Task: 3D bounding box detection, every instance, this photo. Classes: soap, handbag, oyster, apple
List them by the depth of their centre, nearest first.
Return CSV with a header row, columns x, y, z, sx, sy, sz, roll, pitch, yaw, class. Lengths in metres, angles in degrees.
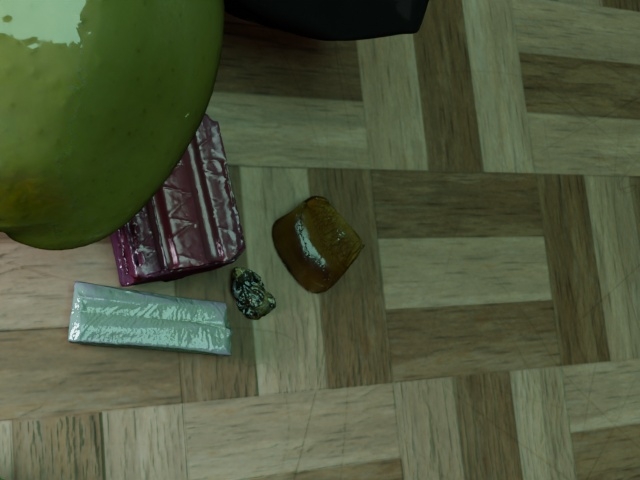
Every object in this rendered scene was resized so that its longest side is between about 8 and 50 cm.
x,y,z,sx,sy,sz,roll,pitch,yaw,class
-0.336,-0.220,1.006,0.473,0.473,0.474,6,77,-26,apple
-0.204,-0.074,1.235,0.162,0.099,0.250,-9,84,-28,soap
-0.055,-0.360,1.272,0.342,0.288,0.152,8,96,-25,handbag
-0.099,0.072,1.303,0.054,0.019,0.083,-36,97,-28,oyster

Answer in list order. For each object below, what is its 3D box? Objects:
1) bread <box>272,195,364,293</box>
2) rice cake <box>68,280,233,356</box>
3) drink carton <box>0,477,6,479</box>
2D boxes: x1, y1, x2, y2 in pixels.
x,y,z,sx,sy,sz,roll,pitch,yaw,class
0.000,0.000,1.357,0.126,0.044,0.129,-42,96,-29,bread
-0.221,0.107,1.221,0.221,0.042,0.080,9,71,-24,rice cake
-0.464,0.310,1.014,0.271,0.108,0.161,29,68,-19,drink carton
